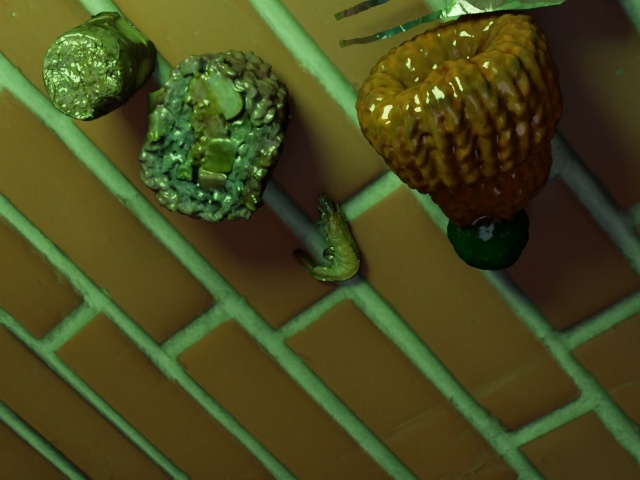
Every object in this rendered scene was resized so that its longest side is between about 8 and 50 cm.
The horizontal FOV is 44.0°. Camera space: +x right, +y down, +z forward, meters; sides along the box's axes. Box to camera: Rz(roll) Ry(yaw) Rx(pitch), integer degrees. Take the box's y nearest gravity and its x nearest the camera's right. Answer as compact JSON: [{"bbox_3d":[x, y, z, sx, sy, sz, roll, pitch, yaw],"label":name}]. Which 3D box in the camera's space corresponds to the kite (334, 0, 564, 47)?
[{"bbox_3d":[0.185,-0.382,1.116,0.360,0.022,0.204,-12,75,21],"label":"kite"}]

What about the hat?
[{"bbox_3d":[0.241,-0.110,1.165,0.285,0.285,0.400,-20,116,20],"label":"hat"}]

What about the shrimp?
[{"bbox_3d":[0.000,-0.001,1.397,0.124,0.034,0.178,-13,119,24],"label":"shrimp"}]

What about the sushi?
[{"bbox_3d":[-0.167,-0.175,1.257,0.236,0.171,0.270,22,117,-1],"label":"sushi"}]

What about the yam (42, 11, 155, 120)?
[{"bbox_3d":[-0.334,-0.269,1.206,0.129,0.238,0.128,8,113,-1],"label":"yam"}]
